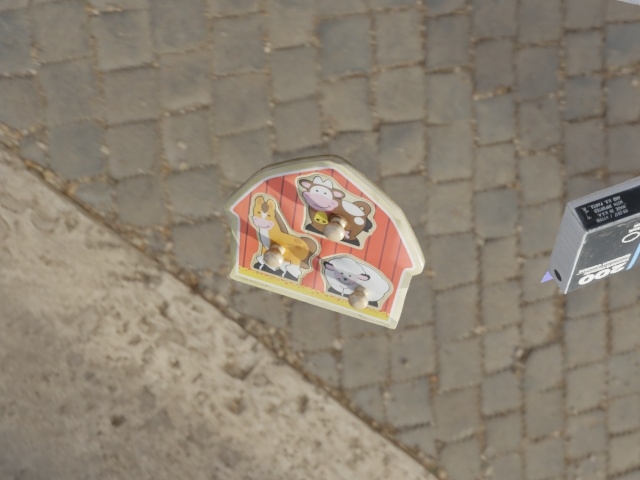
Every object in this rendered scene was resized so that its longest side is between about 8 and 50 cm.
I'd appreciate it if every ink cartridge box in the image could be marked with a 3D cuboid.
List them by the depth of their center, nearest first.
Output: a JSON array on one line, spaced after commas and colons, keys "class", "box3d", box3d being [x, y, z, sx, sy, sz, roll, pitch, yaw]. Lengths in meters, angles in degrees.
[{"class": "ink cartridge box", "box3d": [0.338, -0.013, 1.389, 0.206, 0.208, 0.045, -20, 68, -7]}]

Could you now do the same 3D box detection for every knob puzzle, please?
[{"class": "knob puzzle", "box3d": [0.000, 0.000, 1.231, 0.213, 0.213, 0.030, 50, 43, -26]}]

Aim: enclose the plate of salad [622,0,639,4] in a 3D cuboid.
[{"class": "plate of salad", "box3d": [0.216, -0.240, 0.903, 0.200, 0.200, 0.048, 60, 43, -24]}]
